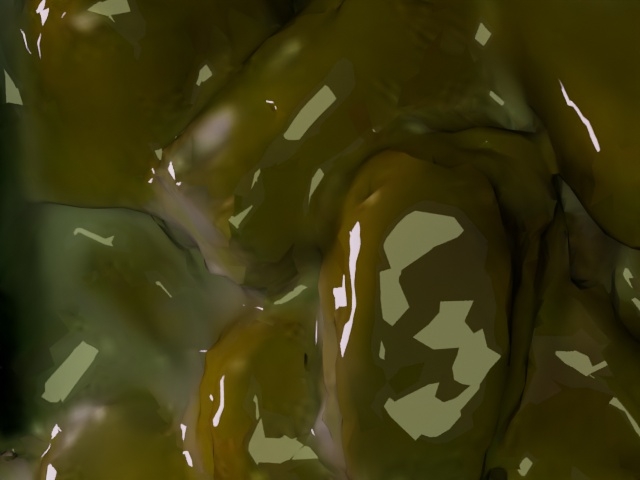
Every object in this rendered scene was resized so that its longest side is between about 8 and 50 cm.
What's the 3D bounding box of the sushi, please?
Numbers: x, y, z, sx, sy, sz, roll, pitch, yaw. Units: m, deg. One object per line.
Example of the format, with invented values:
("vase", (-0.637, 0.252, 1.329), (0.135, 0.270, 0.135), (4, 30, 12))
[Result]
("sushi", (0.000, 0.000, 0.513), (0.328, 0.285, 0.328), (-9, 96, 7))
